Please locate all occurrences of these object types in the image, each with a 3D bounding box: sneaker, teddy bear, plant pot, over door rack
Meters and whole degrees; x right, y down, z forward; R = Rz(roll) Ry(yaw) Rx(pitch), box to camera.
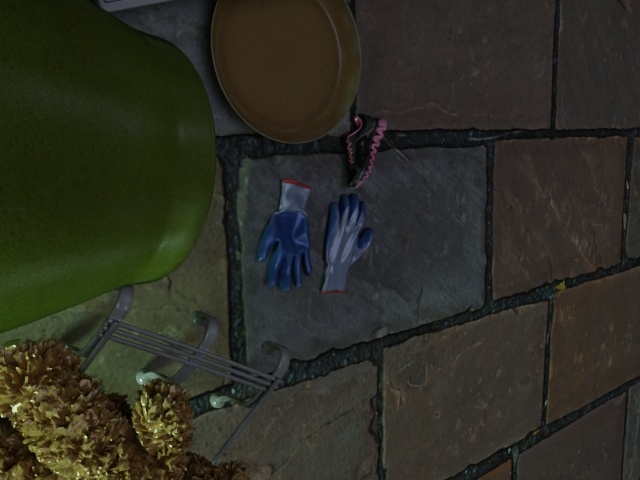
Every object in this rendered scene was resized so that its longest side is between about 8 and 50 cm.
[{"bbox_3d":[0.055,-0.135,0.843,0.057,0.047,0.119,21,83,-15],"label":"sneaker"},{"bbox_3d":[-0.211,0.223,0.527,0.245,0.113,0.338,-30,121,-15],"label":"teddy bear"},{"bbox_3d":[-0.044,-0.248,0.752,0.236,0.032,0.236,-7,101,-36],"label":"plant pot"},{"bbox_3d":[-0.216,0.217,0.654,0.240,0.108,0.324,30,92,-35],"label":"over door rack"},{"bbox_3d":[-0.286,-0.071,0.427,0.353,0.367,0.366,-2,98,-49],"label":"plant pot"}]

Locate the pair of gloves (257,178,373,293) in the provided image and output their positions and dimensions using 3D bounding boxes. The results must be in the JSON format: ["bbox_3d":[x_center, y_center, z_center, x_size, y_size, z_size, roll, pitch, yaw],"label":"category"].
[{"bbox_3d":[0.000,0.000,0.827,0.198,0.023,0.159,10,91,-37],"label":"pair of gloves"}]

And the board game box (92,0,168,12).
[{"bbox_3d":[-0.114,-0.373,0.603,0.305,0.053,0.192,-21,123,-19],"label":"board game box"}]
